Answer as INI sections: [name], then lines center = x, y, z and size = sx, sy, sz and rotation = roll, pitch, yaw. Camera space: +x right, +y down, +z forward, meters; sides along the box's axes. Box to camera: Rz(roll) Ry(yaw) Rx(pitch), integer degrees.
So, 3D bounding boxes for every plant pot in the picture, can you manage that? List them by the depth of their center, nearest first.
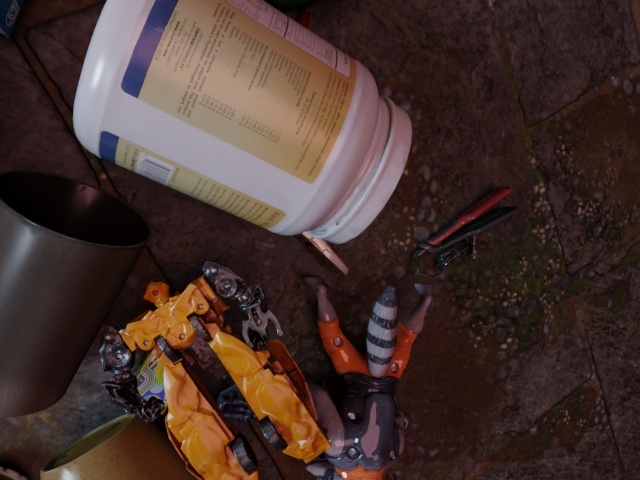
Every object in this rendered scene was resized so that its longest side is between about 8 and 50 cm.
[plant pot]
center = -0.228, 0.360, 0.525
size = 0.237, 0.237, 0.254
rotation = -25, 91, -15

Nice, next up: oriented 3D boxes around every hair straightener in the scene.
[hair straightener]
center = 0.254, 0.002, 0.727
size = 0.230, 0.047, 0.089
rotation = -35, 108, -12

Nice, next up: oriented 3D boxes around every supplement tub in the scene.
[supplement tub]
center = -0.077, -0.142, 0.487
size = 0.316, 0.228, 0.228
rotation = 24, 89, -22

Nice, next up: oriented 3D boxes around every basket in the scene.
[basket]
center = -0.309, 0.061, 0.464
size = 0.154, 0.204, 0.227
rotation = 22, 99, -33

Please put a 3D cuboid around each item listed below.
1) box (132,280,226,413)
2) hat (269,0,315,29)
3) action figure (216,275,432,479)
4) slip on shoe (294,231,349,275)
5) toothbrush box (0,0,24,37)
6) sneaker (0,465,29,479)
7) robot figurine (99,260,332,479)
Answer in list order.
[box]
center = -0.199, 0.144, 0.577
size = 0.059, 0.054, 0.169
rotation = 31, 86, -22
[hat]
center = -0.057, -0.339, 0.575
size = 0.173, 0.183, 0.208
rotation = 26, 47, -28
[action figure]
center = 0.023, 0.221, 0.612
size = 0.341, 0.178, 0.330
rotation = 5, 87, -22
[slip on shoe]
center = 0.000, 0.000, 0.635
size = 0.135, 0.051, 0.041
rotation = 43, 70, -14
[toothbrush box]
center = -0.367, -0.390, 0.380
size = 0.216, 0.126, 0.295
rotation = 20, 81, -21
[sneaker]
center = -0.399, 0.405, 0.507
size = 0.107, 0.118, 0.279
rotation = -17, 103, -18
[robot figurine]
center = -0.125, 0.171, 0.513
size = 0.211, 0.085, 0.291
rotation = -33, 93, -10
